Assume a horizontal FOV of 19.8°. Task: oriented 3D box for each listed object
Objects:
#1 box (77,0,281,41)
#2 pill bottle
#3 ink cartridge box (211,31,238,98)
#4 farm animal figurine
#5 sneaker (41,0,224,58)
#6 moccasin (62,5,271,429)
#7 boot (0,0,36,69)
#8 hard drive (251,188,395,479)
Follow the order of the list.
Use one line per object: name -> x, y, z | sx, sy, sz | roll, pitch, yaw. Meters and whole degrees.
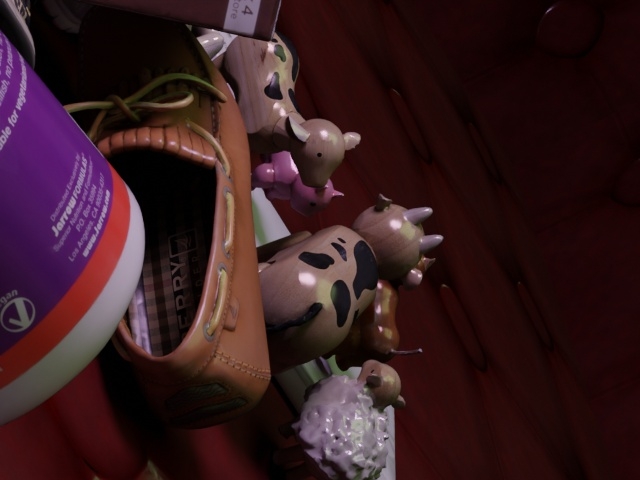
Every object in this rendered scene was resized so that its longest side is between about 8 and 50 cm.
box -> -0.110, -0.263, 1.402 | 0.203, 0.167, 0.168 | -119, -138, -73
pill bottle -> -0.236, -0.060, 0.876 | 0.323, 0.181, 0.181 | 53, 17, -36
ink cartridge box -> -0.097, -0.158, 1.868 | 0.104, 0.060, 0.180 | 63, 13, -1
farm animal figurine -> 0.000, 0.000, 1.557 | 0.330, 0.172, 0.327 | 56, 30, -23
sneaker -> -0.170, -0.223, 1.599 | 0.252, 0.111, 0.103 | 45, 22, -53
moccasin -> -0.131, -0.044, 1.390 | 0.147, 0.139, 0.380 | 60, 20, -55
boot -> -0.267, -0.234, 1.309 | 0.178, 0.085, 0.236 | -94, 162, -63
hard drive -> -0.020, 0.085, 1.746 | 0.307, 0.040, 0.203 | 58, 14, -21
